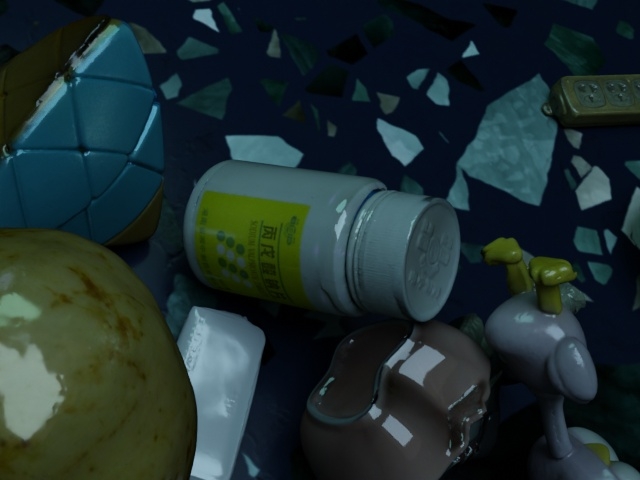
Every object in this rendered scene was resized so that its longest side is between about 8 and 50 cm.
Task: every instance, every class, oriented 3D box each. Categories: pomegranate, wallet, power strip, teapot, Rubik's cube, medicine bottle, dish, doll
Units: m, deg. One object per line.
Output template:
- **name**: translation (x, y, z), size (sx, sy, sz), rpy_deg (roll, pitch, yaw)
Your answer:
- **pomegranate**: translation (-0.270, 0.159, 0.887), size (0.342, 0.342, 0.342), rpy_deg (8, 62, -15)
- **wallet**: translation (-0.115, 0.157, 1.117), size (0.095, 0.033, 0.190), rpy_deg (21, 59, -10)
- **power strip**: translation (0.438, -0.192, 1.482), size (0.305, 0.044, 0.064), rpy_deg (-4, 65, -22)
- **teapot**: translation (0.264, 0.079, 1.281), size (0.083, 0.057, 0.067), rpy_deg (-26, 46, -34)
- **Rubik's cube**: translation (-0.254, -0.059, 1.088), size (0.254, 0.254, 0.254), rpy_deg (8, 62, -15)
- **medicine bottle**: translation (0.000, 0.000, 1.104), size (0.258, 0.143, 0.143), rpy_deg (9, 52, 30)
- **dish**: translation (0.060, 0.151, 1.076), size (0.090, 0.213, 0.213), rpy_deg (51, 54, -25)
- **doll**: translation (0.243, 0.174, 1.102), size (0.094, 0.160, 0.365), rpy_deg (-31, 113, -13)

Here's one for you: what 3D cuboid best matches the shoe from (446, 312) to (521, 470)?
- **shoe**: translation (0.144, 0.187, 1.160), size (0.112, 0.099, 0.227), rpy_deg (34, 59, -13)
